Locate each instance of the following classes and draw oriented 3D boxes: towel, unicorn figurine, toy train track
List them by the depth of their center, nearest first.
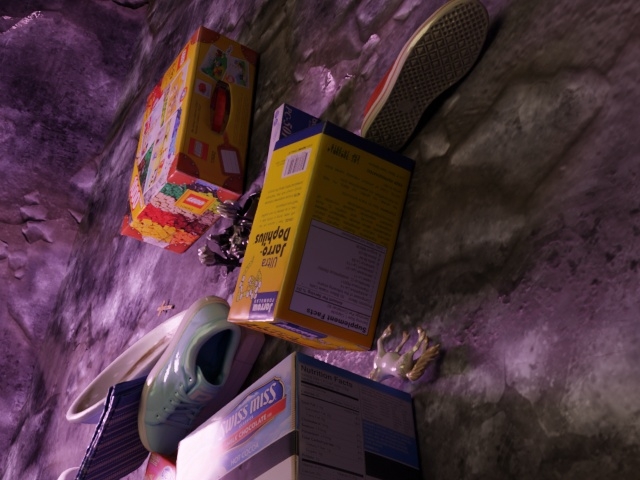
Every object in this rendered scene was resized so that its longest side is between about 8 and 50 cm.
[{"bbox_3d":[0.115,0.188,1.378,0.111,0.060,0.162,-63,13,-17],"label":"unicorn figurine"},{"bbox_3d":[-0.430,0.422,2.001,0.040,0.243,0.336,38,116,21],"label":"towel"},{"bbox_3d":[-0.426,0.189,2.473,0.083,0.014,0.048,-13,53,53],"label":"toy train track"}]

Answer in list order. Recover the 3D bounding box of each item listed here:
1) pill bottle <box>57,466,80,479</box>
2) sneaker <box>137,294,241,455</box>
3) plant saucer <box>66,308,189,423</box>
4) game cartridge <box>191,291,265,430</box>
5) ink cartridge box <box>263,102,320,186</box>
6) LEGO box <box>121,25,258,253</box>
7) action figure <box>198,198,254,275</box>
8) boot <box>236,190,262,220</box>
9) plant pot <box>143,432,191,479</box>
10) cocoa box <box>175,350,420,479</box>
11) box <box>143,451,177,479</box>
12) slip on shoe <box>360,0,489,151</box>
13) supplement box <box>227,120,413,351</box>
[{"bbox_3d":[-0.668,0.743,2.364,0.264,0.153,0.153,-59,28,20],"label":"pill bottle"},{"bbox_3d":[-0.271,0.298,1.848,0.150,0.135,0.365,36,107,61],"label":"sneaker"},{"bbox_3d":[-0.425,0.325,2.159,0.400,0.100,0.400,-37,10,7],"label":"plant saucer"},{"bbox_3d":[-0.220,0.272,1.974,0.294,0.060,0.196,-57,32,23],"label":"game cartridge"},{"bbox_3d":[-0.062,-0.190,1.957,0.046,0.097,0.207,-32,43,51],"label":"ink cartridge box"},{"bbox_3d":[-0.359,-0.271,2.478,0.372,0.193,0.500,-39,39,46],"label":"LEGO box"},{"bbox_3d":[-0.195,-0.010,2.035,0.276,0.141,0.164,-6,67,58],"label":"action figure"},{"bbox_3d":[-0.070,-0.090,1.854,0.198,0.137,0.077,-52,31,29],"label":"boot"},{"bbox_3d":[-0.344,0.527,2.044,0.236,0.032,0.236,-44,35,42],"label":"plant pot"},{"bbox_3d":[-0.044,0.365,1.346,0.347,0.231,0.228,-42,36,37],"label":"cocoa box"},{"bbox_3d":[-0.260,0.515,1.781,0.257,0.128,0.122,-1,70,63],"label":"box"},{"bbox_3d":[0.173,-0.298,1.576,0.331,0.123,0.101,-54,26,38],"label":"slip on shoe"},{"bbox_3d":[0.000,0.000,1.587,0.195,0.194,0.356,-11,62,60],"label":"supplement box"}]
